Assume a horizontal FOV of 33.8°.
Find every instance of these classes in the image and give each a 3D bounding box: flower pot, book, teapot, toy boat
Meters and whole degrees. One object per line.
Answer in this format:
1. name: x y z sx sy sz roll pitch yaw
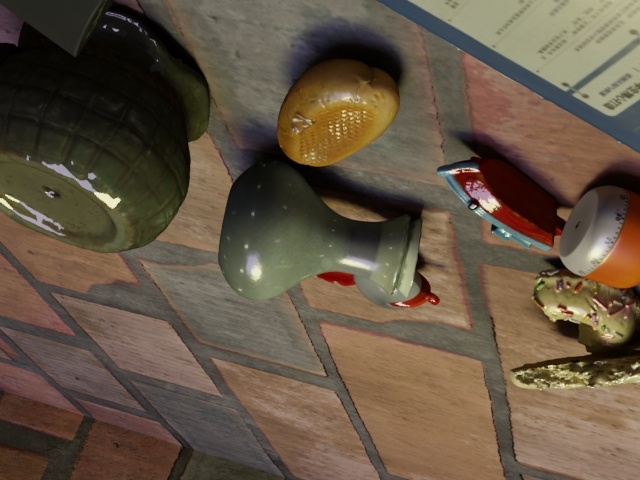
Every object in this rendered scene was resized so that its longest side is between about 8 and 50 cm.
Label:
1. flower pot: -0.296 -0.130 1.267 0.302 0.213 0.301 18 154 9
2. book: 0.198 -0.228 0.873 0.428 0.039 0.300 28 155 -12
3. teapot: 0.000 0.000 1.355 0.251 0.183 0.183 11 155 1
4. toy boat: 0.206 -0.044 1.197 0.173 0.069 0.059 30 146 -27

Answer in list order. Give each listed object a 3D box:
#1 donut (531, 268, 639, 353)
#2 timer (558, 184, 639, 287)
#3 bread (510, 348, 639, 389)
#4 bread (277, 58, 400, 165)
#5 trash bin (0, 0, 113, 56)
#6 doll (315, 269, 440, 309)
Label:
1. donut: 0.355 0.094 1.354 0.108 0.065 0.166 -4 147 41
2. timer: 0.336 0.000 1.155 0.136 0.099 0.136 11 164 3
3. bread: 0.389 0.169 1.400 0.182 0.038 0.251 -1 172 -44
4. bread: 0.016 -0.144 1.149 0.114 0.077 0.189 10 160 -22
5. trash bin: -0.295 -0.310 1.027 0.226 0.115 0.165 31 153 -15
6. doll: 0.056 0.039 1.484 0.245 0.076 0.142 18 156 17
